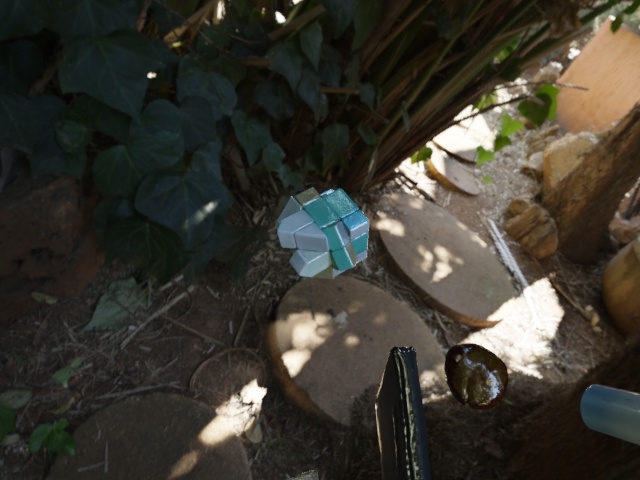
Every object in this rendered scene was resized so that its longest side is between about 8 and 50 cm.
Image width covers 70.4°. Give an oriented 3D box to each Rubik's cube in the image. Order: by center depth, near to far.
[{"bbox_3d":[0.000,0.000,1.196,0.212,0.225,0.265,-29,57,-16],"label":"Rubik's cube"}]

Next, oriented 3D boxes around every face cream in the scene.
[{"bbox_3d":[0.501,0.264,0.637,0.077,0.250,0.078,2,84,-22],"label":"face cream"}]

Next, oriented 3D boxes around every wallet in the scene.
[{"bbox_3d":[0.096,0.248,0.530,0.044,0.149,0.250,4,41,0],"label":"wallet"}]

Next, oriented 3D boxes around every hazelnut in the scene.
[{"bbox_3d":[0.543,0.463,1.577,0.217,0.218,0.234,-14,76,-40],"label":"hazelnut"}]

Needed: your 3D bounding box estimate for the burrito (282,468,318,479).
[{"bbox_3d":[-0.089,0.795,1.356,0.347,0.107,0.175,24,24,-52],"label":"burrito"}]
